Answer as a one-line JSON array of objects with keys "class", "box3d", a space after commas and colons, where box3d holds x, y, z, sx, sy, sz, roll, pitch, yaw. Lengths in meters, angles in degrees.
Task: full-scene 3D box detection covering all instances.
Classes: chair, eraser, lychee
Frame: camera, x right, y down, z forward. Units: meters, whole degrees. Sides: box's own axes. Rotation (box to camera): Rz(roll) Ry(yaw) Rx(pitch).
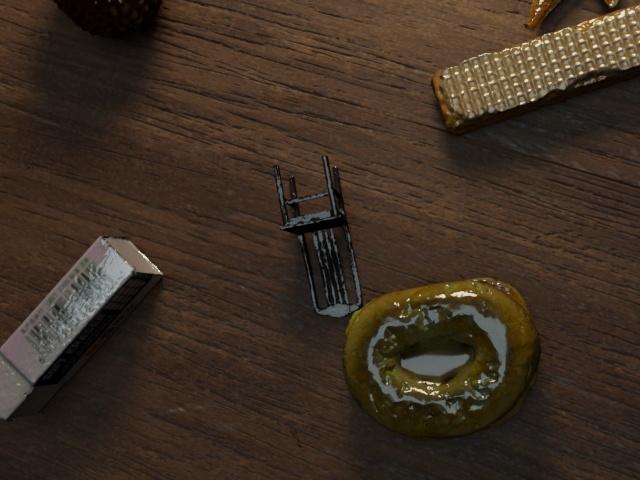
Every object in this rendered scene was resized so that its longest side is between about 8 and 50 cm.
[{"class": "chair", "box3d": [0.000, 0.000, 1.326, 0.084, 0.101, 0.212, -12, 82, 10]}, {"class": "eraser", "box3d": [-0.361, 0.123, 1.376, 0.086, 0.130, 0.287, 43, 93, 9]}, {"class": "lychee", "box3d": [-0.311, -0.385, 1.395, 0.188, 0.188, 0.188, -1, 85, 12]}]

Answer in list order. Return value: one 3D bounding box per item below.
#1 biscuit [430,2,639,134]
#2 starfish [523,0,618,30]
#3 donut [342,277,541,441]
[{"class": "biscuit", "box3d": [0.339, -0.243, 1.302, 0.379, 0.054, 0.094, -18, 80, 10]}, {"class": "starfish", "box3d": [0.332, -0.412, 1.326, 0.138, 0.050, 0.247, -8, 76, 11]}, {"class": "donut", "box3d": [0.158, 0.158, 1.266, 0.261, 0.128, 0.208, -17, 82, 11]}]
